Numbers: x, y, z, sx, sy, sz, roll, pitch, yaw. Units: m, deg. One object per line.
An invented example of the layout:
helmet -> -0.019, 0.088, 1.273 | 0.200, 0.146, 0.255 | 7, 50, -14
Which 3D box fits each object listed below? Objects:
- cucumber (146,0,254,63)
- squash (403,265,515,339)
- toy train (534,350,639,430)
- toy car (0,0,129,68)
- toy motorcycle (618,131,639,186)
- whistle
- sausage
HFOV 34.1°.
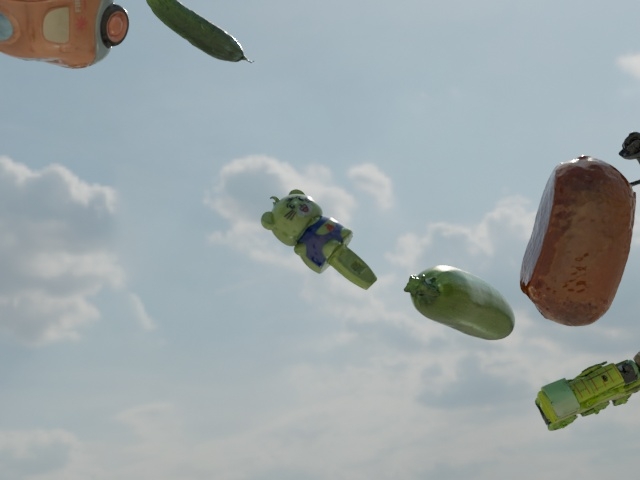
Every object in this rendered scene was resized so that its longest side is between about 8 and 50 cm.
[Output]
cucumber -> -0.158, -0.267, 1.318 | 0.168, 0.039, 0.039 | 32, -36, -25
squash -> 0.251, 0.109, 1.856 | 0.107, 0.107, 0.395 | -16, -19, 27
toy train -> 0.378, 0.162, 1.270 | 0.250, 0.053, 0.085 | -21, -25, -13
toy car -> -0.416, -0.378, 1.532 | 0.181, 0.270, 0.212 | 18, 28, 27
toy motorcycle -> 0.567, -0.142, 1.687 | 0.173, 0.100, 0.058 | -13, 26, -3
whistle -> 0.000, 0.000, 1.731 | 0.105, 0.227, 0.085 | -41, -14, -36
sausage -> 0.407, 0.001, 1.638 | 0.141, 0.268, 0.153 | 13, 2, -3
